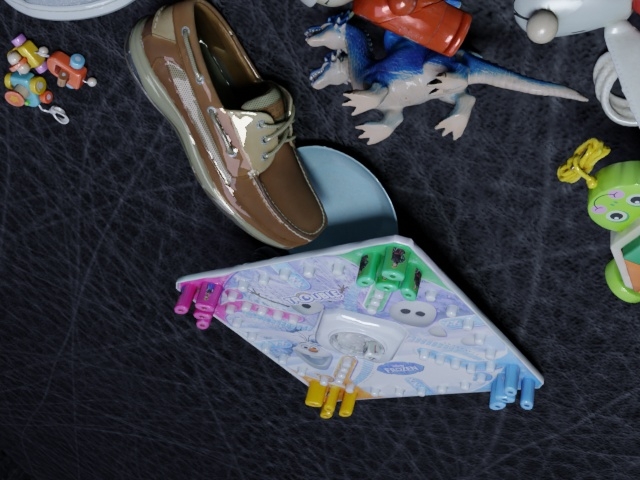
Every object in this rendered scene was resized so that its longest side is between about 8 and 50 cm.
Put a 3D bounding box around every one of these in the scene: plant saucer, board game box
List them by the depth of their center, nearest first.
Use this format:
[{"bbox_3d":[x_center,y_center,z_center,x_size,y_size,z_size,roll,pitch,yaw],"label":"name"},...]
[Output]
[{"bbox_3d":[0.020,-0.037,1.141,0.195,0.037,0.195,18,127,26],"label":"plant saucer"},{"bbox_3d":[0.051,0.145,1.249,0.390,0.050,0.390,-11,141,37],"label":"board game box"}]

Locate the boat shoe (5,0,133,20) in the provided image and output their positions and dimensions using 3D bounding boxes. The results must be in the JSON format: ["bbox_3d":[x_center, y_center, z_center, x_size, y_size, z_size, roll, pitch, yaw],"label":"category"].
[{"bbox_3d":[-0.329,-0.331,0.984,0.320,0.118,0.103,24,151,21],"label":"boat shoe"}]

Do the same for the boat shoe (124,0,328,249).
[{"bbox_3d":[-0.092,-0.133,1.036,0.120,0.122,0.324,-23,112,39],"label":"boat shoe"}]

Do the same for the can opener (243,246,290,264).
[{"bbox_3d":[0.010,0.106,1.308,0.283,0.095,0.076,33,147,-4],"label":"can opener"}]

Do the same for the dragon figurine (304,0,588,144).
[{"bbox_3d":[0.105,-0.176,0.870,0.289,0.144,0.085,-6,143,25],"label":"dragon figurine"}]

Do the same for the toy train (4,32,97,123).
[{"bbox_3d":[-0.383,-0.214,1.234,0.125,0.046,0.166,36,145,-8],"label":"toy train"}]

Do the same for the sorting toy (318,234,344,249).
[{"bbox_3d":[0.000,0.000,1.230,0.102,0.061,0.042,13,-175,36],"label":"sorting toy"}]

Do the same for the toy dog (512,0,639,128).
[{"bbox_3d":[0.309,-0.154,0.688,0.334,0.161,0.220,-9,130,43],"label":"toy dog"}]

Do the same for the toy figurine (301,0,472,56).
[{"bbox_3d":[0.081,-0.270,0.663,0.148,0.213,0.209,23,149,-14],"label":"toy figurine"}]

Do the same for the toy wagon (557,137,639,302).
[{"bbox_3d":[0.386,-0.003,0.855,0.344,0.068,0.267,18,149,-11],"label":"toy wagon"}]
